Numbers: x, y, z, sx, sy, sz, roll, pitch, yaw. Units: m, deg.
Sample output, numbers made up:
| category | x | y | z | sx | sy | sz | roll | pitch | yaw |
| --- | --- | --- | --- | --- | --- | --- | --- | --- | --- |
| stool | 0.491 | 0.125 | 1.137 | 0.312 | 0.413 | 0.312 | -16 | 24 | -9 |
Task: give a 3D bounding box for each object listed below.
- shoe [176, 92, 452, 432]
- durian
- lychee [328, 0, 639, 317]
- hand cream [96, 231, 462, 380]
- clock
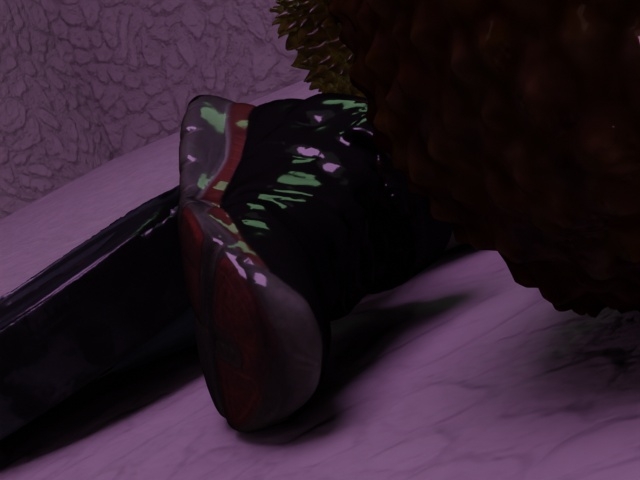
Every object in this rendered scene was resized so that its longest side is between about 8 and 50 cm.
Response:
| category | x | y | z | sx | sy | sz | roll | pitch | yaw |
| --- | --- | --- | --- | --- | --- | --- | --- | --- | --- |
| shoe | 0.000 | 0.000 | 0.792 | 0.137 | 0.114 | 0.291 | -8 | 25 | 1 |
| durian | 0.077 | -0.251 | 1.700 | 0.291 | 0.291 | 0.225 | -31 | -11 | -40 |
| lychee | 0.124 | -0.090 | 0.599 | 0.267 | 0.268 | 0.267 | -24 | 8 | 4 |
| hand cream | 0.002 | 0.000 | 0.959 | 0.312 | 0.070 | 0.111 | -25 | 14 | 22 |
| clock | -0.161 | 0.049 | 0.985 | 0.280 | 0.055 | 0.280 | -33 | 8 | 5 |
